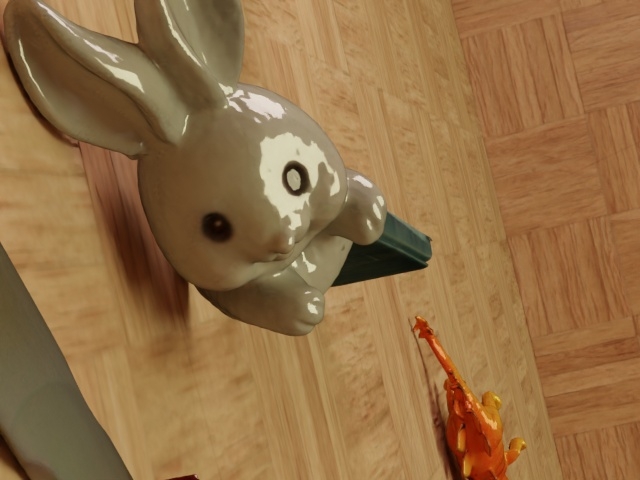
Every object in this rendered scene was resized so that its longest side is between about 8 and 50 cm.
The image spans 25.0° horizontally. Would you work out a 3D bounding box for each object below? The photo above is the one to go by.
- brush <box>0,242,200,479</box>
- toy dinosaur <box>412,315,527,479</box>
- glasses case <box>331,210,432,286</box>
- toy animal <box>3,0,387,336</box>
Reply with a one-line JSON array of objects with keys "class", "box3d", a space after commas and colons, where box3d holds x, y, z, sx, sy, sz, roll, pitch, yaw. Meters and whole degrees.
[{"class": "brush", "box3d": [-0.080, 0.089, 0.553, 0.060, 0.050, 0.321, -81, 154, -52]}, {"class": "toy dinosaur", "box3d": [0.160, 0.204, 1.492, 0.117, 0.070, 0.288, -88, 156, -51]}, {"class": "glasses case", "box3d": [0.000, 0.000, 0.941, 0.266, 0.105, 0.056, 21, 82, -75]}, {"class": "toy animal", "box3d": [-0.048, -0.041, 0.670, 0.131, 0.104, 0.221, 50, -3, 32]}]
